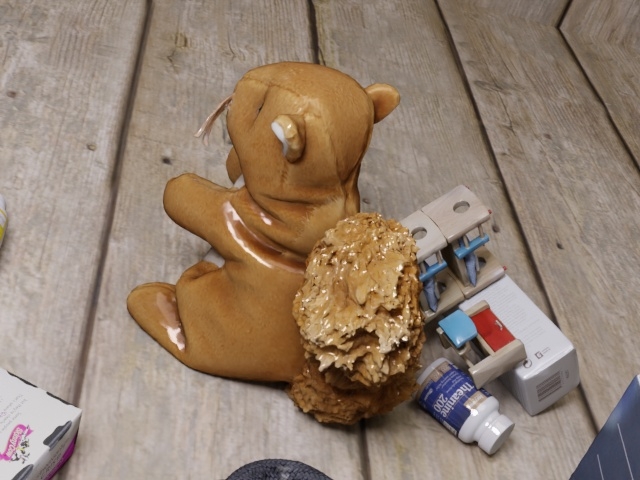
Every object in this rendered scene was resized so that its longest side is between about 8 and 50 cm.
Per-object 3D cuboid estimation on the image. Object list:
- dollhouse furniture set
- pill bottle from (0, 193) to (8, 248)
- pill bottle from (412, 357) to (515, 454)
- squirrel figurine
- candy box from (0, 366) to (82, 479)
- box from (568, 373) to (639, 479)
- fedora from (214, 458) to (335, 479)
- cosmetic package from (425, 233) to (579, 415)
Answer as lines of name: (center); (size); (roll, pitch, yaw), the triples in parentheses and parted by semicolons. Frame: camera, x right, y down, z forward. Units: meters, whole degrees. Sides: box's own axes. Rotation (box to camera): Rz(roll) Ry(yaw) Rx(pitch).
dollhouse furniture set: (0.184, 0.053, 1.214); (0.129, 0.129, 0.183); (-32, 48, -6)
pill bottle: (-0.419, -0.013, 1.216); (0.065, 0.065, 0.116); (12, 34, -12)
pill bottle: (0.176, 0.204, 1.216); (0.120, 0.067, 0.067); (39, 38, 26)
squirrel figurine: (0.000, 0.000, 1.139); (0.281, 0.370, 0.397); (-16, 48, -42)
candy box: (-0.375, 0.181, 0.963); (0.233, 0.071, 0.159); (25, 34, 8)
box: (0.279, 0.357, 0.766); (0.212, 0.395, 0.293); (15, 34, -6)
fedora: (-0.036, 0.315, 0.880); (0.334, 0.152, 0.334); (13, 35, -9)
cosmetic package: (0.236, 0.109, 1.320); (0.085, 0.117, 0.231); (-32, 54, -6)
